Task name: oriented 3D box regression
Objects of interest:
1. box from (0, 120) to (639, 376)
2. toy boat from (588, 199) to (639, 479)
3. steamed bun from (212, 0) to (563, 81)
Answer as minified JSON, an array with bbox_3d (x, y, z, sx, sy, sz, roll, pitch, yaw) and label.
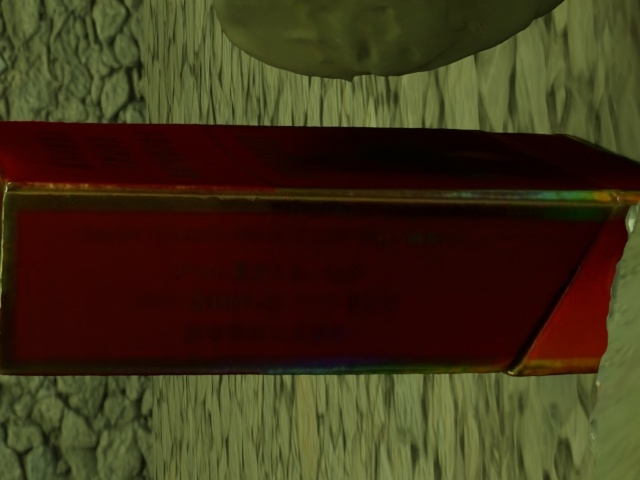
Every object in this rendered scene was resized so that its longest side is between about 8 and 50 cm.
[{"bbox_3d":[-0.001,0.000,0.880,0.197,0.313,0.089,-142,53,-73],"label":"box"},{"bbox_3d":[0.157,0.011,0.632,0.293,0.111,0.276,130,161,-78],"label":"toy boat"},{"bbox_3d":[0.051,-0.263,0.866,0.383,0.236,0.247,-95,4,-46],"label":"steamed bun"}]
